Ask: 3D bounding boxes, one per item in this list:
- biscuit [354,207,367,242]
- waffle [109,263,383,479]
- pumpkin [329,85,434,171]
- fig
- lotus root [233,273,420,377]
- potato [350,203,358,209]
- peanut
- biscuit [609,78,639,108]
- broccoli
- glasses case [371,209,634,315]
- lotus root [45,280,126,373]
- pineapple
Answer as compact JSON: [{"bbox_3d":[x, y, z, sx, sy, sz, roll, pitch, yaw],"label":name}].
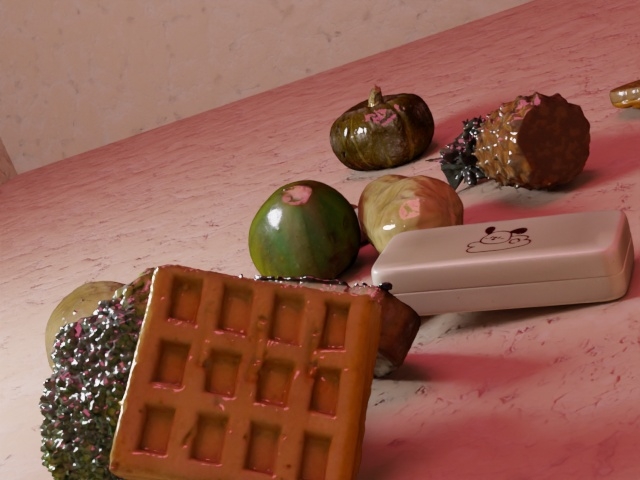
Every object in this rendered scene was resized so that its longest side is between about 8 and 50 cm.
[{"bbox_3d":[-0.001,-0.002,2.114,0.289,0.038,0.141,-17,17,19],"label":"biscuit"},{"bbox_3d":[-0.072,0.148,1.253,0.247,0.221,0.055,9,-19,3],"label":"waffle"},{"bbox_3d":[0.122,-0.231,2.497,0.219,0.162,0.219,-16,16,5],"label":"pumpkin"},{"bbox_3d":[-0.027,-0.012,1.953,0.181,0.191,0.181,-2,49,2],"label":"fig"},{"bbox_3d":[0.007,0.106,1.511,0.260,0.170,0.074,-1,59,43],"label":"lotus root"},{"bbox_3d":[0.048,-0.048,2.207,0.037,0.036,0.093,-14,16,39],"label":"potato"},{"bbox_3d":[0.138,-0.033,1.874,0.147,0.148,0.319,-23,10,-2],"label":"peanut"},{"bbox_3d":[0.596,-0.261,2.163,0.170,0.050,0.170,-16,9,3],"label":"biscuit"},{"bbox_3d":[-0.152,0.150,1.423,0.375,0.249,0.302,-21,17,24],"label":"broccoli"},{"bbox_3d":[0.228,0.029,1.560,0.312,0.070,0.131,-6,22,23],"label":"glasses case"},{"bbox_3d":[-0.333,0.138,1.886,0.169,0.151,0.342,-24,18,-8],"label":"lotus root"},{"bbox_3d":[0.294,-0.153,2.034,0.169,0.169,0.340,-28,10,-19],"label":"pineapple"}]
